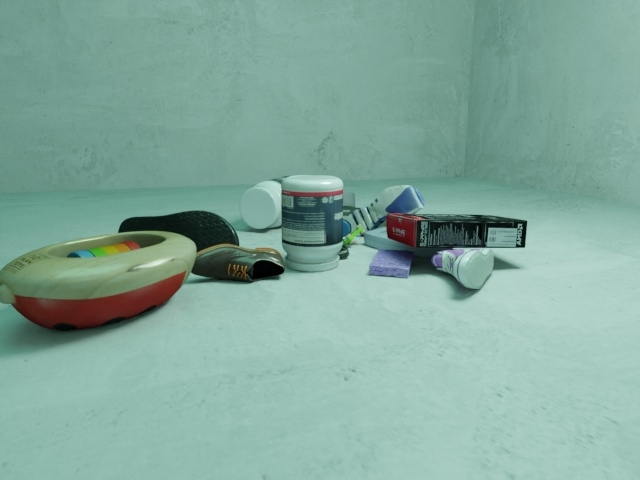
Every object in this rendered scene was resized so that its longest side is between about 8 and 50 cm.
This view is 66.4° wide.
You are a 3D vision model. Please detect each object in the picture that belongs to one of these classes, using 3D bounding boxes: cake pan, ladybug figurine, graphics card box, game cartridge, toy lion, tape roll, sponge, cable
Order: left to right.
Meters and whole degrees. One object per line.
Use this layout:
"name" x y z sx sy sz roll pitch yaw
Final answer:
"ladybug figurine" -0.488 0.087 1.120 0.304 0.162 0.449 11 16 38
"cable" 0.000 0.000 1.700 0.139 0.072 0.287 -9 15 -15
"tape roll" 0.062 -0.191 2.404 0.218 0.073 0.219 -4 -2 0
"cake pan" 0.109 -0.106 2.198 0.292 0.054 0.293 1 13 0
"toy lion" 0.115 -0.016 1.795 0.100 0.034 0.096 -42 2 -31
"sponge" 0.221 0.067 1.502 0.117 0.031 0.210 4 13 14
"game cartridge" 0.311 0.002 1.739 0.294 0.060 0.196 12 14 42
"graphics card box" 0.419 -0.034 1.537 0.370 0.095 0.233 -1 7 -13

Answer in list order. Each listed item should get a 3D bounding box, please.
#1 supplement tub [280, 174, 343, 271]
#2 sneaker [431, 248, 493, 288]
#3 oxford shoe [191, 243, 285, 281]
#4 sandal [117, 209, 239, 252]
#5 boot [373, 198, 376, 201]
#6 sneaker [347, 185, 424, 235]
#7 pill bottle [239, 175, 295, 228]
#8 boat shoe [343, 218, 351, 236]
"supplement tub" -0.025 -0.058 1.501 0.190 0.273 0.191 0 13 0
"sneaker" 0.374 0.073 1.356 0.160 0.102 0.282 3 2 29
"oxford shoe" -0.230 0.067 1.368 0.271 0.097 0.098 -4 19 -17
"sandal" -0.451 -0.015 1.595 0.445 0.168 0.107 5 -4 20
"boot" 0.385 -0.207 2.634 0.206 0.090 0.248 -7 10 26
"sneaker" 0.272 -0.117 1.939 0.315 0.128 0.182 -26 -12 32
"pill bottle" -0.193 -0.166 2.126 0.204 0.205 0.361 4 14 19
"boat shoe" 0.004 -0.063 1.902 0.258 0.109 0.089 8 12 23
